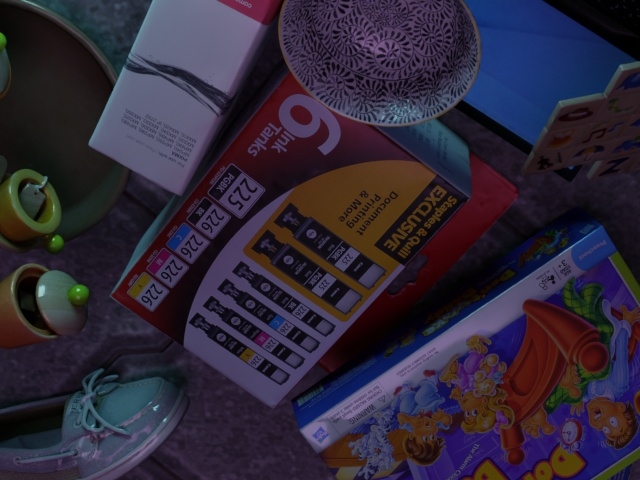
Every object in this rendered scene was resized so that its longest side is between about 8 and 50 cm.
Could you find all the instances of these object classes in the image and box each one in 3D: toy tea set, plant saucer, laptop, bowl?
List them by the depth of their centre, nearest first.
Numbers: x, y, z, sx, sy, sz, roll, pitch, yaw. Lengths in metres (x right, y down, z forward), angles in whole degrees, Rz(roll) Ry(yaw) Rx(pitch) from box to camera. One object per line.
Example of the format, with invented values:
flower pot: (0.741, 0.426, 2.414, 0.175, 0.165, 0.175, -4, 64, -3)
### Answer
bowl: (0.056, -0.186, 1.091, 0.170, 0.080, 0.170, 9, 134, 10)
laptop: (0.162, -0.184, 1.092, 0.234, 0.264, 0.136, 34, 89, 8)
toy tea set: (-0.305, -0.064, 1.196, 0.124, 0.200, 0.336, -23, 111, 28)
plant saucer: (-0.318, -0.120, 1.302, 0.278, 0.041, 0.277, 3, 117, 6)

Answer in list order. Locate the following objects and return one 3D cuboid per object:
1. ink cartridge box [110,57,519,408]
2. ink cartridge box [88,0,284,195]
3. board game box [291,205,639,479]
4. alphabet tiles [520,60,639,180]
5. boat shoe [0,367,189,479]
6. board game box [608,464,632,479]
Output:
ink cartridge box: (0.000, 0.000, 1.264, 0.272, 0.130, 0.309, 35, 116, -11)
ink cartridge box: (-0.101, -0.184, 1.161, 0.100, 0.172, 0.237, 28, 117, -4)
board game box: (0.180, 0.162, 1.287, 0.347, 0.078, 0.233, -35, 107, 3)
alphabet tiles: (0.295, -0.108, 1.114, 0.237, 0.009, 0.198, -12, 157, -14)
boat shoe: (-0.294, 0.212, 1.428, 0.321, 0.118, 0.103, -18, 117, 24)
board game box: (0.231, 0.266, 1.411, 0.194, 0.045, 0.146, 8, 118, 5)
